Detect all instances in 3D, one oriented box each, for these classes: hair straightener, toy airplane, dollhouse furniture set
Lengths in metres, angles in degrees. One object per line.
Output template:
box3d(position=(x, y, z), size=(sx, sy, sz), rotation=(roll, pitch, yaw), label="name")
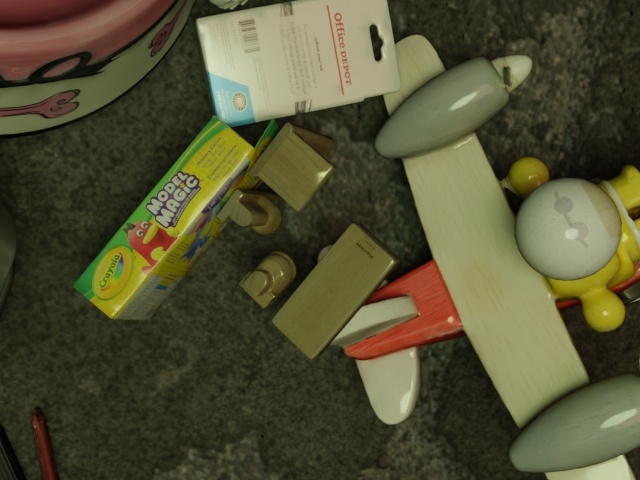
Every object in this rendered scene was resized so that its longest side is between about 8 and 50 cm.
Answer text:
box3d(position=(-0.293, 0.282, 0.869), size=(0.089, 0.047, 0.230), rotation=(-13, 106, -12), label="hair straightener")
box3d(position=(0.177, 0.020, 0.816), size=(0.386, 0.272, 0.384), rotation=(25, 75, 5), label="toy airplane")
box3d(position=(0.000, 0.000, 0.816), size=(0.151, 0.123, 0.144), rotation=(42, 102, 13), label="dollhouse furniture set")

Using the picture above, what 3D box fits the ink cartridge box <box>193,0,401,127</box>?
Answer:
box3d(position=(-0.023, -0.175, 0.845), size=(0.180, 0.060, 0.104), rotation=(-12, 102, -9), label="ink cartridge box")

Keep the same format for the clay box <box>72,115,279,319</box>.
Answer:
box3d(position=(-0.121, -0.026, 0.811), size=(0.053, 0.127, 0.222), rotation=(38, 87, 5), label="clay box")

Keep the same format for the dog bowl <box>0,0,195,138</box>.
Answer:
box3d(position=(-0.263, -0.290, 0.669), size=(0.408, 0.150, 0.407), rotation=(2, 86, -24), label="dog bowl")

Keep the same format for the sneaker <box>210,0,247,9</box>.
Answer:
box3d(position=(-0.039, -0.307, 0.801), size=(0.095, 0.090, 0.235), rotation=(45, 67, -17), label="sneaker")

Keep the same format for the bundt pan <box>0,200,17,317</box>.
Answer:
box3d(position=(-0.379, -0.021, 0.672), size=(0.331, 0.331, 0.124), rotation=(31, 57, -17), label="bundt pan")
